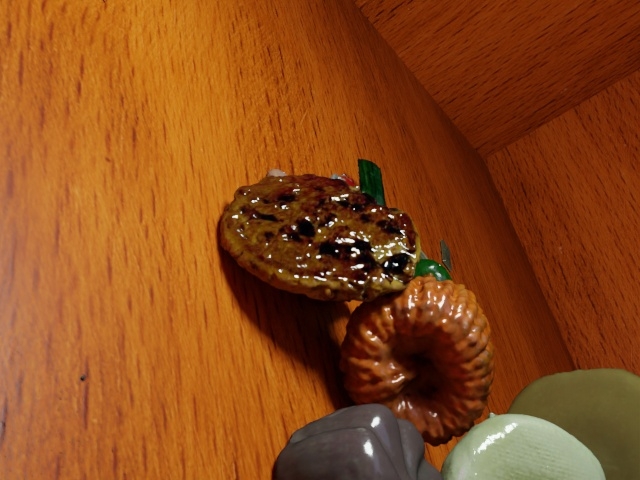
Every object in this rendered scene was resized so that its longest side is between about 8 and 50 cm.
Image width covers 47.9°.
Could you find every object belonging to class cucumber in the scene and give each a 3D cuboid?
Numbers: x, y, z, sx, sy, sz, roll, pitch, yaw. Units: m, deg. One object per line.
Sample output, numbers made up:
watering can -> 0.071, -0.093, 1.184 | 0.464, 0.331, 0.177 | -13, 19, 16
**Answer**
cucumber -> 0.129, -0.098, 1.780 | 0.244, 0.063, 0.115 | -91, 173, -46

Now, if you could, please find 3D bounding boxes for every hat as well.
hat -> 0.158, 0.175, 1.336 | 0.285, 0.285, 0.400 | 54, 6, -12

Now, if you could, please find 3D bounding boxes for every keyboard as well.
keyboard -> 0.400, 0.048, 2.301 | 0.049, 0.015, 0.129 | 55, 21, -24

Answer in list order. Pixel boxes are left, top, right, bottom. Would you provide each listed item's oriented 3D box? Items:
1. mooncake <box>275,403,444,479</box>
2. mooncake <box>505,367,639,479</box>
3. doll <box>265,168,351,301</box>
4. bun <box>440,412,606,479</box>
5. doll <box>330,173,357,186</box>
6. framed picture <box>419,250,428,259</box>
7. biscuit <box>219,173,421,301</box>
mooncake -> 0.079, 0.379, 0.996 | 0.306, 0.154, 0.306 | 49, 24, -31
mooncake -> 0.592, 0.505, 1.521 | 0.262, 0.467, 0.467 | 31, 35, -39
doll -> 0.010, -0.026, 1.370 | 0.201, 0.156, 0.303 | 10, 49, -62
bun -> 0.309, 0.425, 1.160 | 0.283, 0.179, 0.283 | 6, 63, -11
doll -> 0.062, -0.116, 1.719 | 0.194, 0.062, 0.104 | -56, 134, -75
framed picture -> 0.293, 0.120, 1.965 | 0.324, 0.020, 0.240 | 51, 23, -20
biscuit -> 0.000, -0.003, 1.205 | 0.334, 0.081, 0.289 | 10, 39, -5
